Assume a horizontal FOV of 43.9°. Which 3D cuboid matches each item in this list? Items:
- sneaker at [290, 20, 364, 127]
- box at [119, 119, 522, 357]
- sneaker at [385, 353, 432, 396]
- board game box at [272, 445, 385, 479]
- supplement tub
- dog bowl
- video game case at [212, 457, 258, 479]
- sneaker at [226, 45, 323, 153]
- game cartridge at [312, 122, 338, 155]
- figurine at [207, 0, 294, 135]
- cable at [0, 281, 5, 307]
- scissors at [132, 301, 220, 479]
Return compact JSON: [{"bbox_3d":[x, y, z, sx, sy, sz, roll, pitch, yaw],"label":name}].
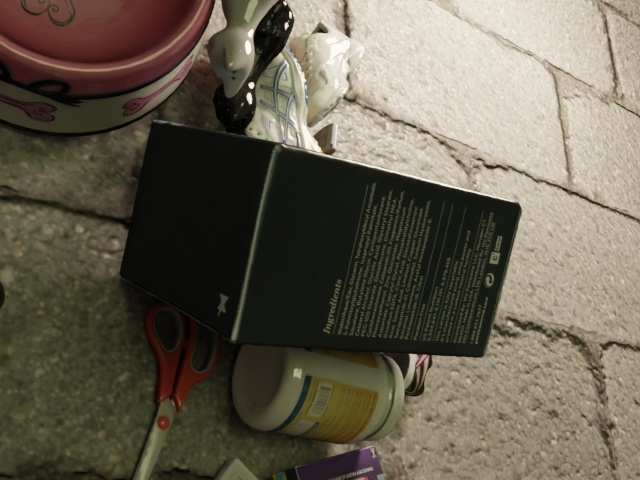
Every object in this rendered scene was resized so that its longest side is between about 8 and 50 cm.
[{"bbox_3d":[-0.011,-0.279,1.311,0.115,0.090,0.232,36,43,-16],"label":"sneaker"},{"bbox_3d":[0.000,0.000,1.003,0.395,0.293,0.212,8,96,-39],"label":"box"},{"bbox_3d":[0.147,0.166,1.264,0.077,0.072,0.178,41,57,-35],"label":"sneaker"},{"bbox_3d":[0.027,0.359,1.054,0.170,0.048,0.141,2,66,-49],"label":"board game box"},{"bbox_3d":[-0.001,0.193,1.058,0.199,0.144,0.144,20,59,-33],"label":"supplement tub"},{"bbox_3d":[-0.305,-0.340,0.946,0.407,0.150,0.408,3,84,-27],"label":"dog bowl"},{"bbox_3d":[-0.090,0.420,0.966,0.227,0.026,0.206,51,47,-13],"label":"video game case"},{"bbox_3d":[-0.086,-0.181,1.174,0.131,0.111,0.297,-14,80,-43],"label":"sneaker"},{"bbox_3d":[0.001,-0.149,1.253,0.017,0.083,0.056,18,61,-29],"label":"game cartridge"},{"bbox_3d":[-0.098,-0.262,1.050,0.092,0.215,0.210,13,72,0],"label":"figurine"},{"bbox_3d":[-0.453,0.112,0.789,0.139,0.072,0.287,36,37,-2],"label":"cable"},{"bbox_3d":[-0.181,0.211,0.981,0.109,0.021,0.297,22,57,-34],"label":"scissors"}]
